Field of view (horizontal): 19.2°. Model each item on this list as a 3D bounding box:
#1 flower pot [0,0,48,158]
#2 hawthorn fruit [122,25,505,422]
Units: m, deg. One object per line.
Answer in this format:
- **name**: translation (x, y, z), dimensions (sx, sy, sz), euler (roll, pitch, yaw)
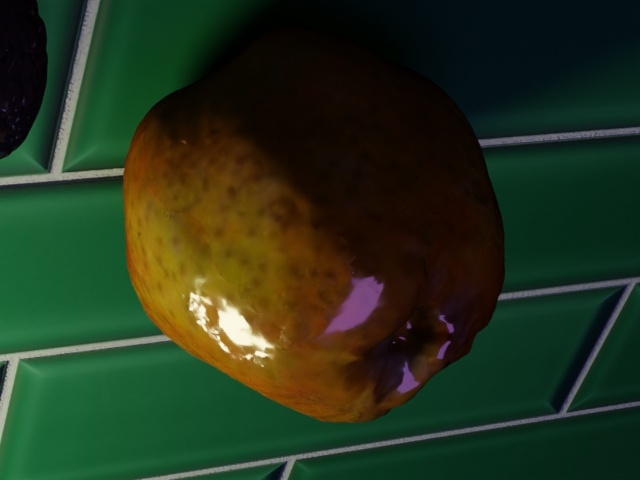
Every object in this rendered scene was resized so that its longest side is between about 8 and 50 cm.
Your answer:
- **flower pot**: translation (-0.376, -0.248, 1.858), dimensions (0.266, 0.266, 0.267), euler (4, 123, -34)
- **hawthorn fruit**: translation (0.000, 0.000, 2.227), dimensions (0.471, 0.472, 0.472), euler (-17, 142, -13)
